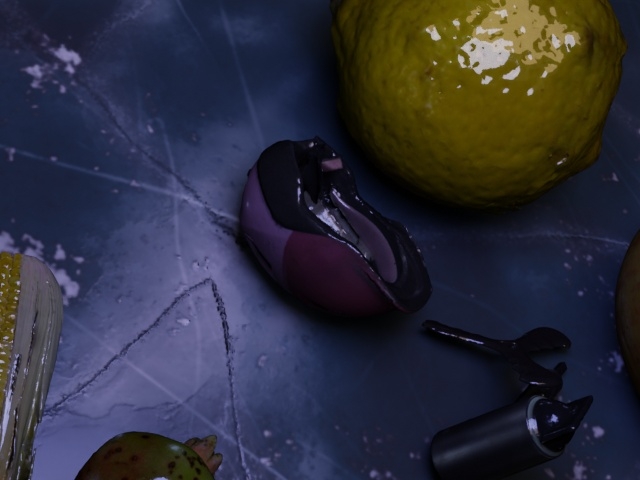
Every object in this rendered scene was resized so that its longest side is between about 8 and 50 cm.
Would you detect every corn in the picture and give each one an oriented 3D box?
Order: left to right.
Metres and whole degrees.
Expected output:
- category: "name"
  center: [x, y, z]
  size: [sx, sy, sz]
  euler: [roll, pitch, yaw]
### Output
- category: "corn"
  center: [-0.344, 0.155, 1.365]
  size: [0.123, 0.122, 0.305]
  euler: [15, 59, -13]

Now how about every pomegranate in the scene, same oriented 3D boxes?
- category: "pomegranate"
  center: [-0.171, 0.266, 1.372]
  size: [0.159, 0.159, 0.205]
  euler: [45, 32, 5]

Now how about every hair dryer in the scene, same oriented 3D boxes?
- category: "hair dryer"
  center: [0.263, 0.191, 1.565]
  size: [0.078, 0.195, 0.248]
  euler: [58, 37, -5]

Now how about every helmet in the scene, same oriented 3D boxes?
- category: "helmet"
  center: [0.000, 0.000, 1.561]
  size: [0.253, 0.154, 0.198]
  euler: [63, 22, 5]

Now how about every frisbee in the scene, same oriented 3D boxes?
- category: "frisbee"
  center: [0.214, 0.125, 1.607]
  size: [0.187, 0.012, 0.211]
  euler: [14, 16, 7]

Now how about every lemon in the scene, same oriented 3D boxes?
- category: "lemon"
  center: [0.187, -0.217, 1.633]
  size: [0.387, 0.350, 0.350]
  euler: [34, 58, 3]

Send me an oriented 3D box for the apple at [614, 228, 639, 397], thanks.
- category: "apple"
  center: [0.569, 0.091, 1.625]
  size: [0.400, 0.333, 0.400]
  euler: [9, 60, -16]
